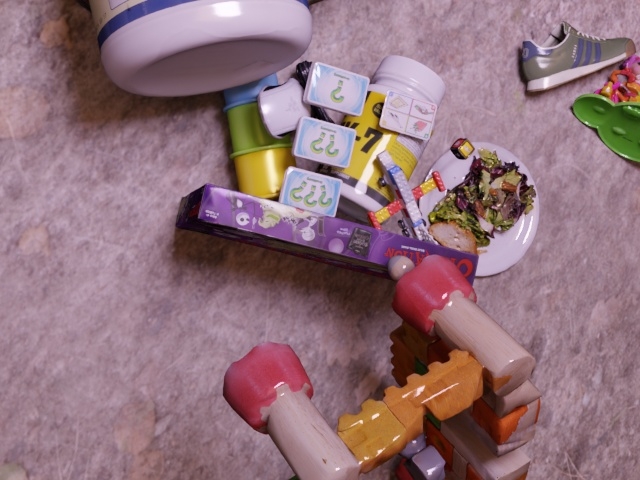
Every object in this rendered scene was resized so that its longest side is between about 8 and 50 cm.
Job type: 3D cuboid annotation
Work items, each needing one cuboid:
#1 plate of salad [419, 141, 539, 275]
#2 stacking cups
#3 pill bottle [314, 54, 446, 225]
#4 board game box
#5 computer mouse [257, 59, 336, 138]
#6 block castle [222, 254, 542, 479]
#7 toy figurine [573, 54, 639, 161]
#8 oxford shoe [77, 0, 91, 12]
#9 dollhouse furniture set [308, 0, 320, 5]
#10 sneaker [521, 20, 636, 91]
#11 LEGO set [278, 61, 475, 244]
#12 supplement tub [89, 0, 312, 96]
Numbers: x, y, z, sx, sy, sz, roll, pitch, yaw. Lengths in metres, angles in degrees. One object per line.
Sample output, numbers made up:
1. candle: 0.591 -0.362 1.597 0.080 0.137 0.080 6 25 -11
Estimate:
1. plate of salad: 0.240 -0.047 1.168 0.199 0.048 0.200 0 90 -17
2. stacking cups: -0.092 -0.208 1.054 0.096 0.096 0.317 -10 88 -17
3. pill bottle: 0.082 -0.137 1.083 0.119 0.119 0.209 30 81 -15
4. board game box: 0.000 0.000 1.012 0.346 0.208 0.056 14 88 -16
5. computer mouse: -0.026 -0.173 1.020 0.042 0.193 0.106 -12 103 20
6. block castle: 0.067 0.247 0.943 0.303 0.213 0.453 -26 138 -20
7. toy figurine: 0.500 -0.231 1.233 0.173 0.130 0.159 28 67 9
8. oxford shoe: -0.253 -0.306 0.993 0.082 0.096 0.227 -40 99 -11
9. dollhouse furniture set: 0.058 -0.448 0.979 0.286 0.303 0.198 -24 98 -16
10. sneaker: 0.388 -0.294 1.203 0.192 0.064 0.086 -22 101 -13
11. LEGO set: 0.084 -0.100 0.991 0.244 0.060 0.183 13 92 -25
12. supplement tub: -0.152 -0.344 0.873 0.235 0.235 0.325 -12 88 -17
